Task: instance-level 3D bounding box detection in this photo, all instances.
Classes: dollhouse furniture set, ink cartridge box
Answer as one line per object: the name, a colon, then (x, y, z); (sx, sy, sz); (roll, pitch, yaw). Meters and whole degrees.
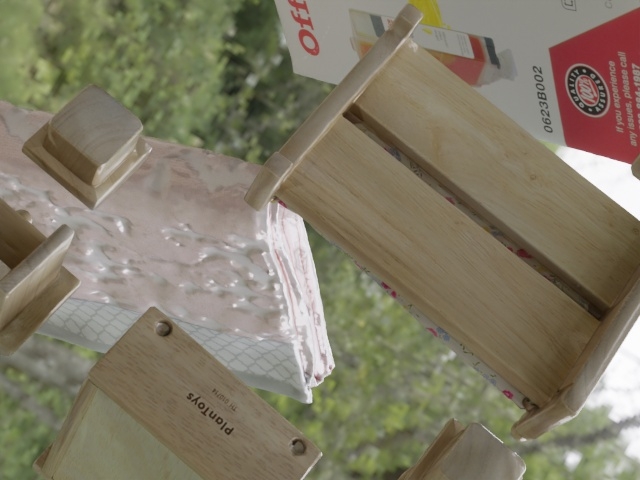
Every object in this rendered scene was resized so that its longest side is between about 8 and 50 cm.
dollhouse furniture set: (0.000, 0.000, 0.787); (0.355, 0.303, 0.174); (-49, 178, -31)
ink cartridge box: (0.129, -0.239, 1.090); (0.385, 0.279, 0.160); (20, -131, 40)

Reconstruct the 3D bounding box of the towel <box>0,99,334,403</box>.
towel: (-0.162, 0.007, 1.073); (0.317, 0.332, 0.053); (77, 29, -59)
